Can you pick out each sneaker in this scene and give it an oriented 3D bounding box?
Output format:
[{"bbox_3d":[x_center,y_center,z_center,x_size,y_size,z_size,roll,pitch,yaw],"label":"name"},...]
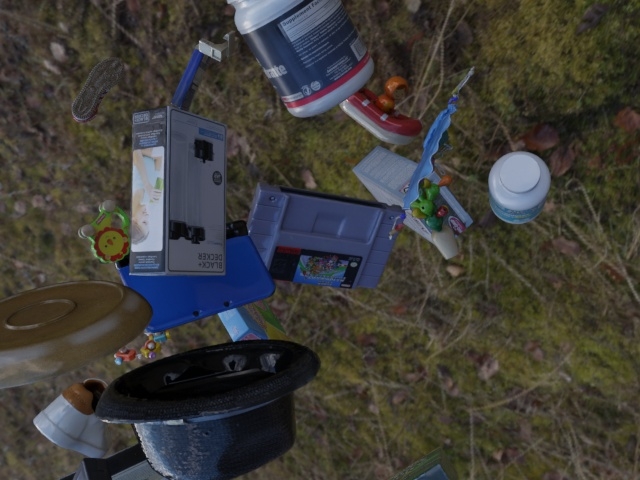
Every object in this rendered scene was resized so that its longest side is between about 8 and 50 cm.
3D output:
[{"bbox_3d":[-0.358,-0.238,1.083,0.042,0.118,0.067,37,165,-17],"label":"sneaker"},{"bbox_3d":[-0.426,0.332,1.278,0.106,0.123,0.290,37,163,9],"label":"sneaker"}]

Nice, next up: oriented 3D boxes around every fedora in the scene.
[{"bbox_3d":[-0.155,0.261,1.014,0.334,0.334,0.152,-4,100,35],"label":"fedora"}]

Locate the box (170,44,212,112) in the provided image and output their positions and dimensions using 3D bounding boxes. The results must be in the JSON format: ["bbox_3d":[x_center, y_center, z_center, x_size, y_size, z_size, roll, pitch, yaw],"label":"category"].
[{"bbox_3d":[-0.389,-0.464,2.021,0.037,0.136,0.225,24,95,-3],"label":"box"}]

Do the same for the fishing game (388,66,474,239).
[{"bbox_3d":[0.174,-0.124,1.045,0.041,0.264,0.189,24,175,1],"label":"fishing game"}]

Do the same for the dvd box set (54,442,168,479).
[{"bbox_3d":[-0.432,0.640,1.478,0.062,0.308,0.420,40,143,48],"label":"dvd box set"}]

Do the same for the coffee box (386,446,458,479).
[{"bbox_3d":[0.099,0.284,0.759,0.113,0.184,0.040,-34,74,3],"label":"coffee box"}]

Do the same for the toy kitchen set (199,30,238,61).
[{"bbox_3d":[-0.274,-0.545,1.838,0.075,0.083,0.068,29,140,13],"label":"toy kitchen set"}]

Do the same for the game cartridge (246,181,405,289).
[{"bbox_3d":[0.000,0.000,1.575,0.355,0.068,0.230,8,115,-19],"label":"game cartridge"}]

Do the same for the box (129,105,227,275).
[{"bbox_3d":[-0.251,-0.079,1.221,0.087,0.169,0.289,-2,85,30],"label":"box"}]

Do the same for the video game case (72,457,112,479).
[{"bbox_3d":[-0.258,0.414,0.694,0.248,0.035,0.274,44,112,52],"label":"video game case"}]

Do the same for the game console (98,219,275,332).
[{"bbox_3d":[-0.287,0.070,1.437,0.250,0.293,0.173,-6,97,60],"label":"game console"}]

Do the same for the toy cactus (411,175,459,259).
[{"bbox_3d":[0.257,-0.050,1.485,0.112,0.219,0.180,-27,88,0],"label":"toy cactus"}]

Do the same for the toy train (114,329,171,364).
[{"bbox_3d":[-0.492,0.280,1.882,0.125,0.166,0.046,2,118,24],"label":"toy train"}]

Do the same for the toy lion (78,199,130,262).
[{"bbox_3d":[-0.395,-0.012,1.273,0.096,0.100,0.034,43,152,-21],"label":"toy lion"}]

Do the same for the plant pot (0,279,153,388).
[{"bbox_3d":[-0.308,0.092,0.755,0.236,0.236,0.032,4,110,32],"label":"plant pot"}]

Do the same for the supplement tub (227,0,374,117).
[{"bbox_3d":[-0.038,-0.387,1.266,0.191,0.191,0.272,-12,121,39],"label":"supplement tub"}]

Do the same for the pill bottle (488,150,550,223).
[{"bbox_3d":[0.494,-0.134,1.693,0.146,0.264,0.146,-3,79,15],"label":"pill bottle"}]

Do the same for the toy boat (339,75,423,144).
[{"bbox_3d":[0.172,-0.355,1.757,0.231,0.151,0.151,39,114,8],"label":"toy boat"}]

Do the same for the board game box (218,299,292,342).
[{"bbox_3d":[-0.228,0.262,2.229,0.064,0.316,0.242,-42,57,7],"label":"board game box"}]

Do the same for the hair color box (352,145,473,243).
[{"bbox_3d":[0.239,-0.126,1.838,0.185,0.113,0.374,47,180,-25],"label":"hair color box"}]
